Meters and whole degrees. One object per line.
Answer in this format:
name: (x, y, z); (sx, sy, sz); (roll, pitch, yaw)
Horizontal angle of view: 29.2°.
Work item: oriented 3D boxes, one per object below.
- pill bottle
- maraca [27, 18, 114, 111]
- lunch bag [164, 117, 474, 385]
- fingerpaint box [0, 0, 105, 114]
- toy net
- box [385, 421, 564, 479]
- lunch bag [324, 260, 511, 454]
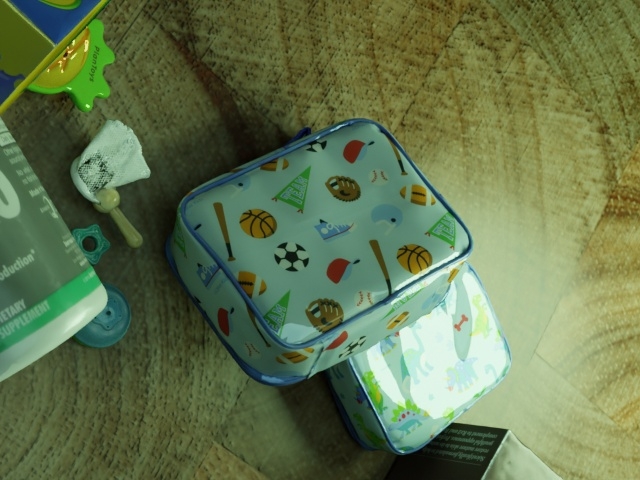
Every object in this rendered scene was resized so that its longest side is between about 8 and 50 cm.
pill bottle: (-0.361, -0.046, 1.068); (0.204, 0.204, 0.361); (-35, 99, -29)
maraca: (-0.271, -0.201, 1.209); (0.186, 0.099, 0.127); (30, 60, -49)
lunch bag: (0.000, 0.000, 1.316); (0.303, 0.115, 0.243); (-26, 66, -32)
fingerpaint box: (-0.345, -0.345, 1.004); (0.445, 0.163, 0.371); (44, 35, -13)
toy net: (-0.240, -0.010, 1.246); (0.122, 0.045, 0.232); (9, 80, -26)
box: (0.190, 0.334, 1.415); (0.203, 0.168, 0.167); (43, 67, -23)
lunch bag: (0.110, 0.128, 1.426); (0.219, 0.090, 0.176); (-34, 105, -29)
